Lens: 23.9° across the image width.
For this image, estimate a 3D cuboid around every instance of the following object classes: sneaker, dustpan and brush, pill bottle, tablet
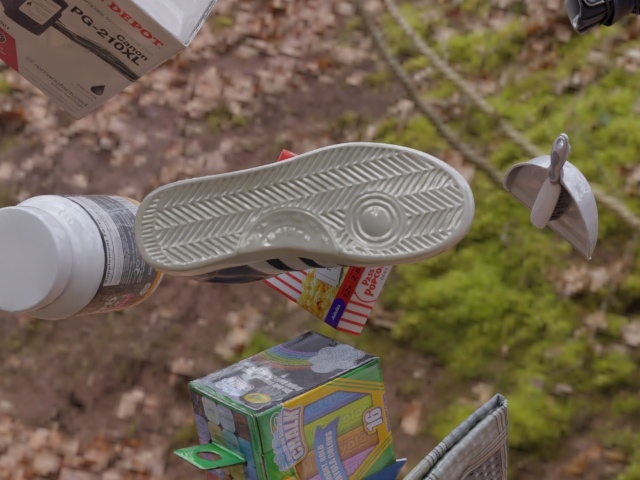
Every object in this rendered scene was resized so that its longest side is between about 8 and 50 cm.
[{"bbox_3d":[-0.012,-0.023,1.589,0.350,0.131,0.148,-3,-8,8],"label":"sneaker"},{"bbox_3d":[0.285,-0.068,1.835,0.060,0.211,0.147,-34,64,-30],"label":"dustpan and brush"},{"bbox_3d":[-0.327,0.020,1.972,0.162,0.162,0.278,14,7,20],"label":"pill bottle"},{"bbox_3d":[0.425,-0.303,1.992,0.226,0.163,0.086,46,-23,25],"label":"sneaker"},{"bbox_3d":[0.082,0.332,2.143,0.083,0.054,0.006,0,39,-43],"label":"tablet"}]

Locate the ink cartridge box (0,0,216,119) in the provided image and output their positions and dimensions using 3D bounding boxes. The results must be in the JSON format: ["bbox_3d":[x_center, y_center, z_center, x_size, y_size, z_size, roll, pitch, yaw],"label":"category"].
[{"bbox_3d":[-0.232,-0.239,1.502,0.172,0.100,0.237,39,-33,-20],"label":"ink cartridge box"}]

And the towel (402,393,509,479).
[{"bbox_3d":[0.168,0.412,2.177,0.056,0.324,0.312,34,-33,30],"label":"towel"}]

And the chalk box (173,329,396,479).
[{"bbox_3d":[-0.048,0.202,1.587,0.213,0.132,0.132,-22,23,-30],"label":"chalk box"}]

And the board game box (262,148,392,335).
[{"bbox_3d":[0.000,0.000,1.701,0.045,0.147,0.193,19,8,-47],"label":"board game box"}]
